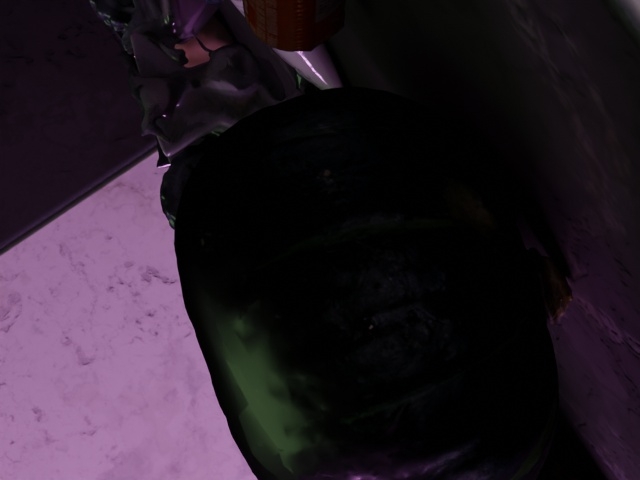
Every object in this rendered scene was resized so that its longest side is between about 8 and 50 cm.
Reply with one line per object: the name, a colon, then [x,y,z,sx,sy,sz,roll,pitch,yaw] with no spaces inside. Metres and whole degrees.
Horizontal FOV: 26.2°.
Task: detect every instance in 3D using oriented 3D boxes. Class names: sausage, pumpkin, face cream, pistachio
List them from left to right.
pistachio: [-0.150,-0.202,1.631,0.223,0.126,0.152,56,-150,-51]
face cream: [-0.042,-0.196,1.126,0.092,0.058,0.243,44,174,42]
sausage: [-0.018,-0.191,0.834,0.074,0.074,0.274,55,174,9]
pumpkin: [0.047,0.050,0.923,0.315,0.238,0.315,-19,-90,-86]

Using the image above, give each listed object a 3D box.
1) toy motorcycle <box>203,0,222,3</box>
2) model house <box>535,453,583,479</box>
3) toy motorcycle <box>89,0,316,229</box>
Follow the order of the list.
toy motorcycle: [-0.160,-0.320,1.164,0.260,0.110,0.171,50,162,5]
model house: [0.158,0.254,1.290,0.317,0.282,0.297,72,-154,-65]
toy motorcycle: [-0.097,-0.161,1.312,0.143,0.188,0.327,84,166,-75]
